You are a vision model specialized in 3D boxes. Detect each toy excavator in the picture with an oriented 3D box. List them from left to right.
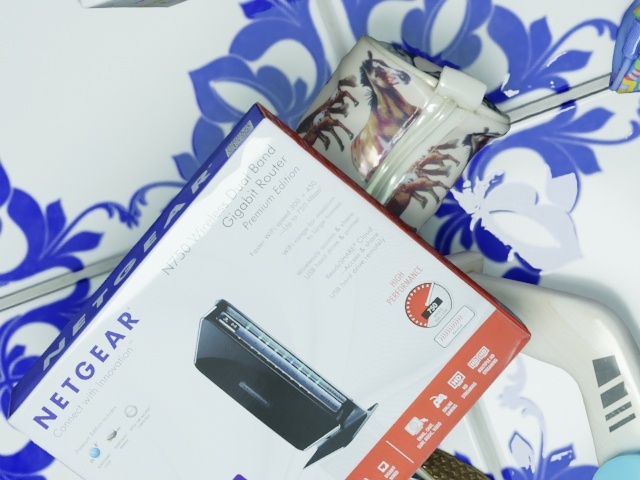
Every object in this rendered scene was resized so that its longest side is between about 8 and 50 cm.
[{"bbox_3d":[0.308,0.190,1.692,0.433,0.222,0.445,-16,88,28],"label":"toy excavator"}]

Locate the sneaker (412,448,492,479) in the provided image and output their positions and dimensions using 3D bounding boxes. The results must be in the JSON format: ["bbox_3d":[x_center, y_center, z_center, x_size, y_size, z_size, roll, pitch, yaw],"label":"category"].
[{"bbox_3d":[0.073,0.235,1.813,0.192,0.064,0.086,25,113,2],"label":"sneaker"}]

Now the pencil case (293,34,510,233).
[{"bbox_3d":[0.000,0.000,1.735,0.160,0.183,0.410,33,100,-23],"label":"pencil case"}]

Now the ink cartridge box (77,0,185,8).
[{"bbox_3d":[-0.092,-0.294,1.658,0.226,0.306,0.131,-20,93,10],"label":"ink cartridge box"}]

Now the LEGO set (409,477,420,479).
[{"bbox_3d":[-0.029,0.291,1.781,0.182,0.060,0.244,21,108,-21],"label":"LEGO set"}]

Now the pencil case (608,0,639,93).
[{"bbox_3d":[0.408,-0.136,1.683,0.306,0.133,0.119,22,106,7],"label":"pencil case"}]

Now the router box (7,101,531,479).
[{"bbox_3d":[-0.045,0.107,1.622,0.301,0.082,0.335,39,96,-15],"label":"router box"}]
